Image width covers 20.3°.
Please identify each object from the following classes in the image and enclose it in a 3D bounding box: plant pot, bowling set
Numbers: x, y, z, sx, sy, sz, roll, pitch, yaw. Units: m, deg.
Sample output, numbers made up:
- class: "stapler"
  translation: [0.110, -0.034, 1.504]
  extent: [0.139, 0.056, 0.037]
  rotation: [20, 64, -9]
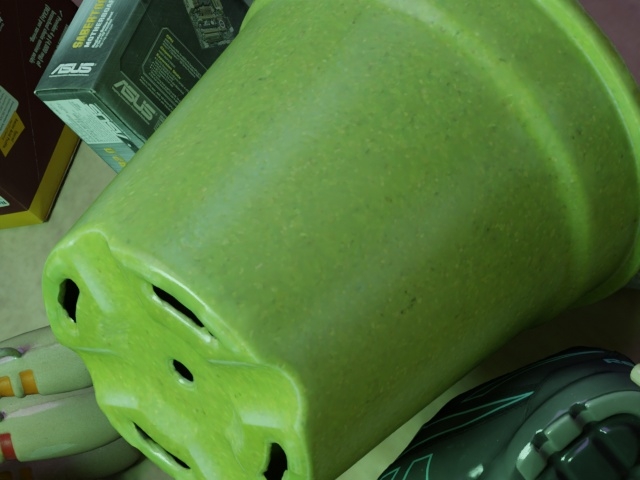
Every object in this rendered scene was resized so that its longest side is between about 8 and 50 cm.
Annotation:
- class: "plant pot"
  translation: [0.000, 0.000, 0.955]
  extent: [0.276, 0.276, 0.254]
  rotation: [9, 43, 45]
- class: "bowling set"
  translation: [-0.175, 0.176, 1.067]
  extent: [0.154, 0.287, 0.200]
  rotation: [-13, 69, -6]

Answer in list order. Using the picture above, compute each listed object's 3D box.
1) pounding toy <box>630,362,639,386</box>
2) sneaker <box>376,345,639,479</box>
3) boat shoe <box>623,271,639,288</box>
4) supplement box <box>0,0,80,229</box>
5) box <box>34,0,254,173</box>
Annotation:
- class: "pounding toy"
  translation: [0.219, 0.131, 0.837]
  extent: [0.130, 0.100, 0.141]
  rotation: [-14, 48, 32]
- class: "sneaker"
  translation: [0.075, 0.152, 0.974]
  extent: [0.267, 0.101, 0.106]
  rotation: [-34, 22, 8]
- class: "boat shoe"
  translation: [0.121, -0.083, 1.102]
  extent: [0.119, 0.121, 0.335]
  rotation: [-36, 44, -24]
- class: "supplement box"
  translation: [-0.299, -0.135, 1.461]
  extent: [0.129, 0.194, 0.191]
  rotation: [-8, 51, 37]
- class: "box"
  translation: [-0.064, -0.101, 1.192]
  extent: [0.056, 0.231, 0.183]
  rotation: [0, 57, 41]
